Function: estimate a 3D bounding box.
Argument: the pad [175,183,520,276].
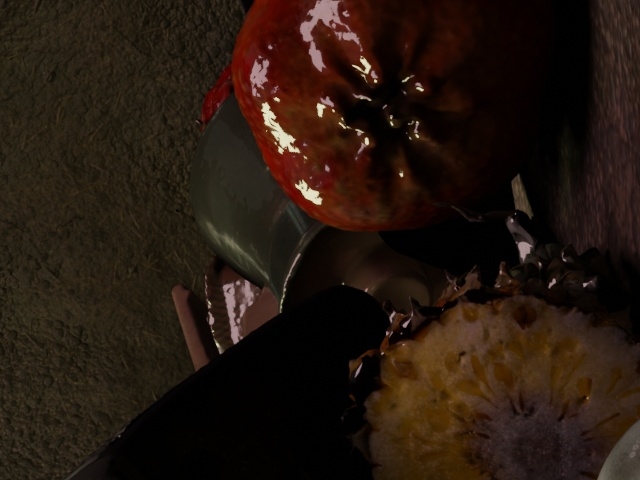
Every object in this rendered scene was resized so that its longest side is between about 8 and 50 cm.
[{"bbox_3d":[0.032,-0.071,1.641,0.055,0.323,0.250,108,165,-46],"label":"pad"}]

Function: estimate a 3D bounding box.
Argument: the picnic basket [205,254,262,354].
[{"bbox_3d":[0.014,0.092,2.253,0.129,0.297,0.222,-14,85,59],"label":"picnic basket"}]

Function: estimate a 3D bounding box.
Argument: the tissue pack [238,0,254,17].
[{"bbox_3d":[-0.021,-0.356,1.826,0.245,0.123,0.332,-56,44,38],"label":"tissue pack"}]

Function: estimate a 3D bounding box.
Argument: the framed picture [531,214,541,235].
[{"bbox_3d":[0.183,0.075,1.566,0.201,0.010,0.136,-61,-31,-66],"label":"framed picture"}]

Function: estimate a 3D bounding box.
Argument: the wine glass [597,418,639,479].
[{"bbox_3d":[0.225,0.137,0.978,0.241,0.126,0.126,111,152,-74],"label":"wine glass"}]

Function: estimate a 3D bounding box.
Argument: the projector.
[{"bbox_3d":[-0.002,0.279,1.367,0.395,0.242,0.405,52,-147,4],"label":"projector"}]

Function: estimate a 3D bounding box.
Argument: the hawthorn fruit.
[{"bbox_3d":[0.070,-0.166,1.526,0.330,0.287,0.287,-75,-17,-63],"label":"hawthorn fruit"}]

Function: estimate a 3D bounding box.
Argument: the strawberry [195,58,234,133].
[{"bbox_3d":[-0.009,-0.173,2.471,0.291,0.310,0.292,51,169,14],"label":"strawberry"}]

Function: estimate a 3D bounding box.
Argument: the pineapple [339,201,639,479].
[{"bbox_3d":[0.159,0.094,1.325,0.271,0.263,0.262,-60,-31,-64],"label":"pineapple"}]

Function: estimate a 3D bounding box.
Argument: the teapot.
[{"bbox_3d":[0.000,0.000,1.976,0.305,0.376,0.361,48,-174,-31],"label":"teapot"}]
